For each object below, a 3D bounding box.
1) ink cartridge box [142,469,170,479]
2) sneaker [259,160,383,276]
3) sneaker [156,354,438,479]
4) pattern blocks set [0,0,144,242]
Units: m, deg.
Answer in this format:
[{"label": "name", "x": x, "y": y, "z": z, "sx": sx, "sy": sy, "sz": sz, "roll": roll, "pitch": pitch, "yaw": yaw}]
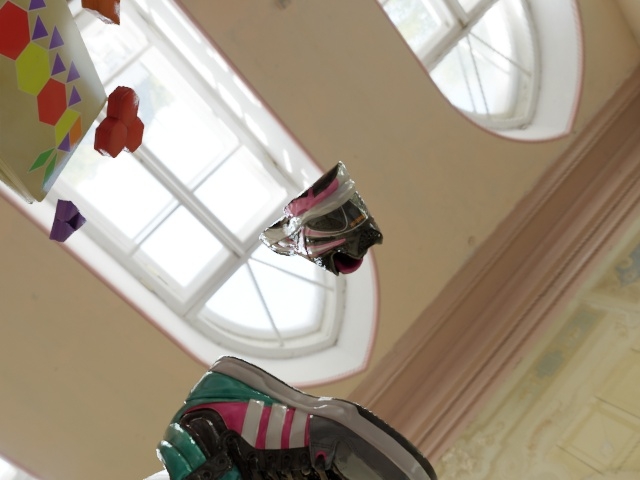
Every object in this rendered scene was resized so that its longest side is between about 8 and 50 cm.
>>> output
[{"label": "ink cartridge box", "x": -0.138, "y": 0.410, "z": 0.760, "sx": 0.218, "sy": 0.092, "sz": 0.159, "roll": 2, "pitch": -98, "yaw": 23}, {"label": "sneaker", "x": 0.000, "y": 0.000, "z": 0.491, "sx": 0.072, "sy": 0.077, "sz": 0.178, "roll": -39, "pitch": -179, "yaw": -13}, {"label": "sneaker", "x": -0.053, "y": 0.229, "z": 0.550, "sx": 0.295, "sy": 0.124, "sz": 0.178, "roll": 11, "pitch": -136, "yaw": 37}, {"label": "pattern blocks set", "x": -0.245, "y": -0.126, "z": 0.481, "sx": 0.325, "sy": 0.026, "sz": 0.285, "roll": 97, "pitch": 11, "yaw": -54}]
